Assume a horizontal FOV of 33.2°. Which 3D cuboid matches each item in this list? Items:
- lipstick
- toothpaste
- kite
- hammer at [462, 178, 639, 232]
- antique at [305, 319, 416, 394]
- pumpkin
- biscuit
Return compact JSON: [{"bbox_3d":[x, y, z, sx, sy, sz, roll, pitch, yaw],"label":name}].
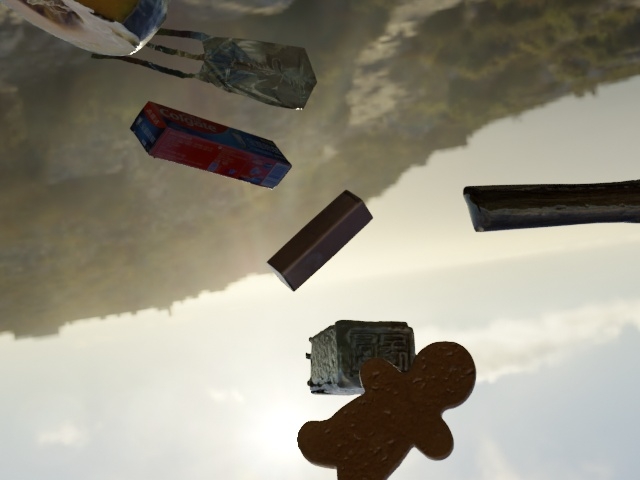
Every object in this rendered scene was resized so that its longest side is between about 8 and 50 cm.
[{"bbox_3d":[0.000,0.000,1.407,0.145,0.045,0.045,-43,-138,-9],"label":"lipstick"},{"bbox_3d":[-0.184,-0.162,1.877,0.066,0.076,0.320,-50,146,19],"label":"toothpaste"},{"bbox_3d":[-0.155,-0.246,1.476,0.310,0.169,0.015,6,131,-11],"label":"kite"},{"bbox_3d":[0.401,-0.050,1.513,0.409,0.242,0.095,-3,172,-14],"label":"hammer"},{"bbox_3d":[0.056,0.228,2.045,0.150,0.125,0.284,5,167,-21],"label":"antique"},{"bbox_3d":[-0.275,-0.311,1.129,0.190,0.139,0.280,13,168,37],"label":"pumpkin"},{"bbox_3d":[0.101,0.229,1.388,0.250,0.165,0.036,-43,156,-4],"label":"biscuit"}]
